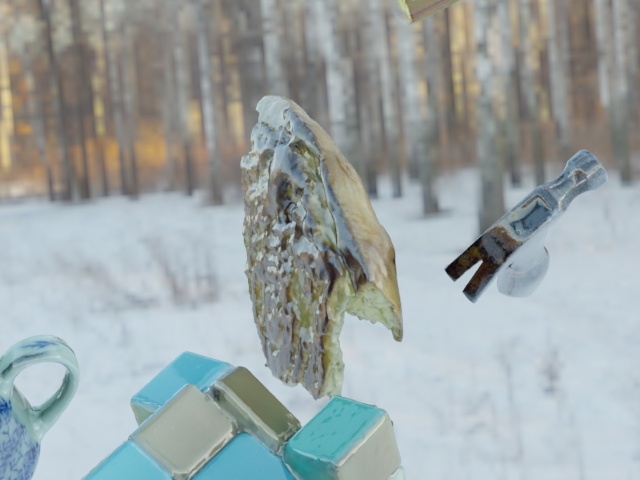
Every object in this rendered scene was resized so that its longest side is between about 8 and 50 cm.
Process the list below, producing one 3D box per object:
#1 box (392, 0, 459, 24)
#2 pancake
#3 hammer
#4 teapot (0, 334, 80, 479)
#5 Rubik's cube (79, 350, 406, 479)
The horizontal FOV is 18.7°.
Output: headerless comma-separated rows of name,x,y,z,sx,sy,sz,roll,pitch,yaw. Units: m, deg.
box,0.054,-0.187,0.913,0.089,0.156,0.022,-28,34,-9
pancake,-0.001,0.000,1.533,0.056,0.257,0.212,-4,-2,-26
hammer,0.164,0.011,1.593,0.137,0.037,0.290,-38,-11,-5
teapot,-0.289,0.127,1.432,0.232,0.159,0.159,-14,6,-7
Rubik's cube,-0.036,0.199,1.231,0.213,0.265,0.224,-41,-12,-37
